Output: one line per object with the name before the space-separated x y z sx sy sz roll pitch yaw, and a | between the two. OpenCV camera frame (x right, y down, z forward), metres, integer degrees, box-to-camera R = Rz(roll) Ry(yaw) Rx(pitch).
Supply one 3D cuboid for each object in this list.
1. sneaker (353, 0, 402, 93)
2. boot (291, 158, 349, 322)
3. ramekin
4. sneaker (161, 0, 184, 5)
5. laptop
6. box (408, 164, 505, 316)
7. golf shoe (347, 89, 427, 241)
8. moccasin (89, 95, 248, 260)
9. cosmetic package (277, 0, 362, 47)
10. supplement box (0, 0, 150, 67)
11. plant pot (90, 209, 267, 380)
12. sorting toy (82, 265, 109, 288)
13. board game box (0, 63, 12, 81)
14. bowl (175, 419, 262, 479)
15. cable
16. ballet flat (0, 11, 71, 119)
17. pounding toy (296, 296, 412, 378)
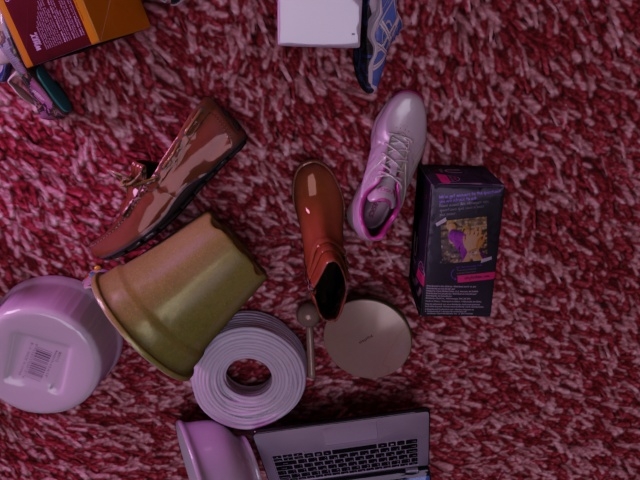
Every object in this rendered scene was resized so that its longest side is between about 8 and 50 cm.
sneaker | 0.109 -0.375 1.222 0.081 0.080 0.211 -6 118 -19
boot | 0.000 0.000 1.276 0.109 0.220 0.283 -1 109 -1
ramekin | -0.566 0.223 1.381 0.278 0.135 0.277 -1 109 -2
sneaker | -0.307 -0.538 1.148 0.292 0.110 0.118 45 58 -1
laptop | 0.073 0.595 1.471 0.382 0.236 0.407 -8 135 0
box | 0.262 -0.002 1.314 0.144 0.165 0.270 1 109 -2
golf shoe | 0.139 -0.135 1.278 0.115 0.140 0.306 14 107 -5
moccasin | -0.313 -0.113 1.271 0.147 0.139 0.380 44 105 -8
cosmetic package | -0.002 -0.447 1.116 0.138 0.224 0.223 2 109 0
supplement box | -0.431 -0.418 1.122 0.194 0.129 0.191 -6 113 32
plant pot | -0.254 0.085 1.295 0.254 0.276 0.276 -42 106 -1
sorting toy | -0.452 0.091 1.369 0.083 0.075 0.044 19 108 -9
board game box | -0.620 -0.408 1.208 0.136 0.035 0.201 18 108 -8
bowl | -0.209 0.513 1.443 0.134 0.298 0.297 -16 111 -20
cable | -0.158 0.283 1.440 0.257 0.089 0.257 -27 108 7
ballet flat | -0.542 -0.313 1.209 0.079 0.076 0.221 -16 127 7
pounding toy | 0.080 0.190 1.417 0.237 0.110 0.182 -6 108 14
